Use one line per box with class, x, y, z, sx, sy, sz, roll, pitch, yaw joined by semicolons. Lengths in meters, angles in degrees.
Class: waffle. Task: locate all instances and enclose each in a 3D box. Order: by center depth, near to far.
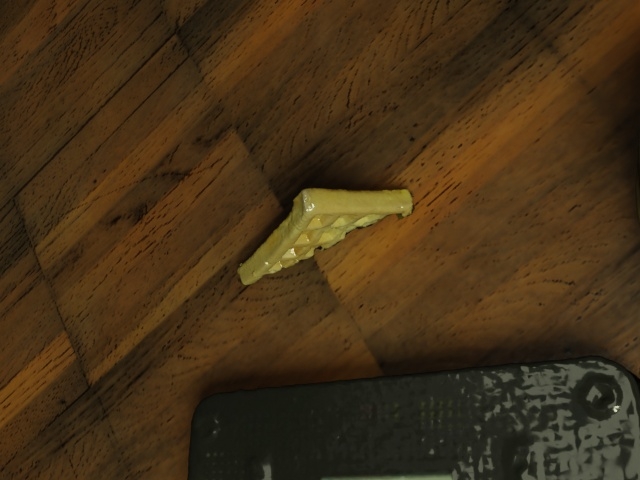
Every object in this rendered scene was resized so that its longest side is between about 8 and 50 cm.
waffle;0.000;0.000;0.790;0.153;0.097;0.023;-46;50;52

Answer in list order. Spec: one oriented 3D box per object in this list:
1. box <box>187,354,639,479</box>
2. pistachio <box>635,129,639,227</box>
box;0.055;0.198;0.664;0.350;0.058;0.211;-11;69;30
pistachio;0.276;0.004;0.522;0.197;0.166;0.288;-50;56;38
